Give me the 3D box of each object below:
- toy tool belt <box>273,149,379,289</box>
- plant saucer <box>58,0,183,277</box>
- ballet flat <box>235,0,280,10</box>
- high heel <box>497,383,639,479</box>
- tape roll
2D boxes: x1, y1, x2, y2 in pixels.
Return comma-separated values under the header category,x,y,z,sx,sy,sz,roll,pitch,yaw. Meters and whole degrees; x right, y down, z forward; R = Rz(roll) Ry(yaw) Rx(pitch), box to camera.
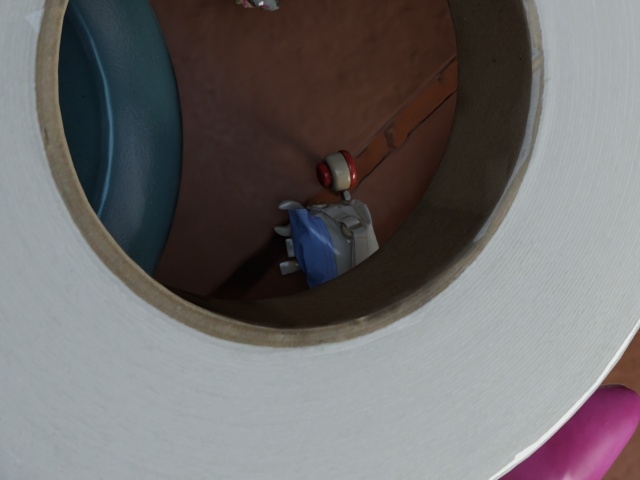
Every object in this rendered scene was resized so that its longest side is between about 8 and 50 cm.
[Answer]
category,x,y,z,sx,sy,sz,roll,pitch,yaw
toy tool belt,0.000,0.000,0.670,0.051,0.052,0.083,-15,93,-15
plant saucer,-0.226,-0.049,0.646,0.318,0.044,0.317,0,92,-7
ballet flat,-0.085,-0.217,0.633,0.077,0.091,0.240,-19,102,4
high heel,0.083,0.163,0.602,0.244,0.082,0.117,-30,56,-25
tape roll,-0.018,-0.065,0.540,0.392,0.072,0.391,-3,99,-22
